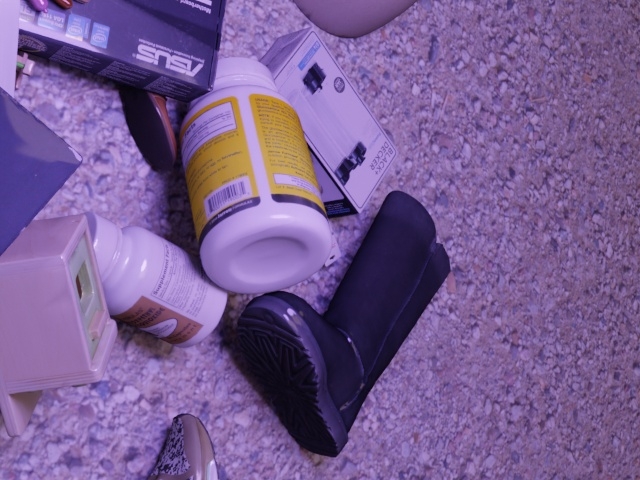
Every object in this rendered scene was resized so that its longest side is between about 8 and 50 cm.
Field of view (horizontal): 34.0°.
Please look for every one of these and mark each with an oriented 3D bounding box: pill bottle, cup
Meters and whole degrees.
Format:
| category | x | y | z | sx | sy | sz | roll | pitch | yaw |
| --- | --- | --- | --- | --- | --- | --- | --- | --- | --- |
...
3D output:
| category | x | y | z | sx | sy | sz | roll | pitch | yaw |
| --- | --- | --- | --- | --- | --- | --- | --- | --- | --- |
| pill bottle | -0.254 | 0.053 | 1.474 | 0.229 | 0.131 | 0.131 | 32 | 63 | -38 |
| cup | 0.109 | -0.546 | 1.850 | 0.331 | 0.237 | 0.330 | 7 | 80 | -45 |
| pill bottle | -0.105 | -0.104 | 1.541 | 0.188 | 0.188 | 0.333 | 22 | 41 | -42 |

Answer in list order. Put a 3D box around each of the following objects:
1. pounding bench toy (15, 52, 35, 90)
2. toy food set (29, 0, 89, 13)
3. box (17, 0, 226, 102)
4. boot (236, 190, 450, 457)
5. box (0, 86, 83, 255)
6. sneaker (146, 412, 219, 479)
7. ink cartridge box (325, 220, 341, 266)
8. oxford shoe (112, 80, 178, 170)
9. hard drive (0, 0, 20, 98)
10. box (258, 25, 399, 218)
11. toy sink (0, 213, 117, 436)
| category | x | y | z | sx | sy | sz | roll | pitch | yaw |
| --- | --- | --- | --- | --- | --- | --- | --- | --- | --- |
| pounding bench toy | -0.423 | -0.233 | 1.374 | 0.065 | 0.083 | 0.052 | 25 | 68 | -42 |
| toy food set | -0.346 | -0.329 | 1.349 | 0.122 | 0.019 | 0.077 | -2 | 84 | -41 |
| box | -0.318 | -0.397 | 1.444 | 0.395 | 0.097 | 0.318 | 15 | 76 | -30 |
| boot | 0.060 | 0.080 | 1.739 | 0.445 | 0.146 | 0.367 | -53 | 146 | -32 |
| box | -0.436 | -0.014 | 1.072 | 0.179 | 0.312 | 0.343 | 42 | 82 | -17 |
| sneaker | -0.265 | 0.414 | 1.423 | 0.182 | 0.158 | 0.410 | 27 | 60 | -21 |
| ink cartridge box | 0.000 | 0.000 | 1.813 | 0.048 | 0.028 | 0.083 | -34 | 108 | -43 |
| oxford shoe | -0.250 | -0.210 | 1.557 | 0.076 | 0.076 | 0.212 | -30 | 105 | -50 |
| hard drive | -0.514 | -0.161 | 1.209 | 0.353 | 0.047 | 0.233 | -26 | 142 | -45 |
| box | -0.001 | -0.198 | 1.797 | 0.290 | 0.087 | 0.169 | 54 | 51 | -27 |
| toy sink | -0.335 | 0.105 | 1.307 | 0.153 | 0.131 | 0.234 | -94 | 177 | -70 |
